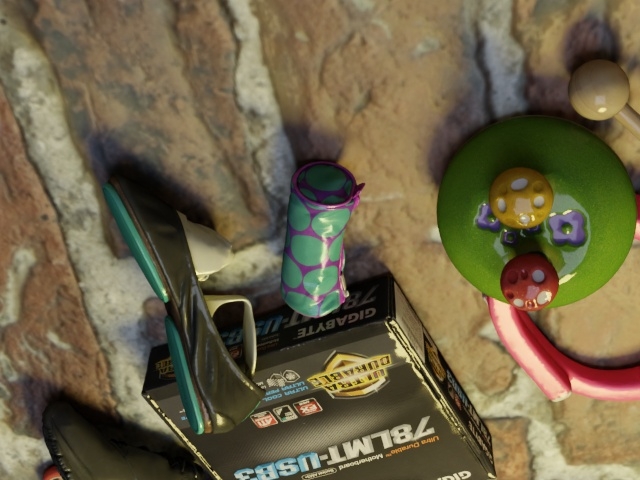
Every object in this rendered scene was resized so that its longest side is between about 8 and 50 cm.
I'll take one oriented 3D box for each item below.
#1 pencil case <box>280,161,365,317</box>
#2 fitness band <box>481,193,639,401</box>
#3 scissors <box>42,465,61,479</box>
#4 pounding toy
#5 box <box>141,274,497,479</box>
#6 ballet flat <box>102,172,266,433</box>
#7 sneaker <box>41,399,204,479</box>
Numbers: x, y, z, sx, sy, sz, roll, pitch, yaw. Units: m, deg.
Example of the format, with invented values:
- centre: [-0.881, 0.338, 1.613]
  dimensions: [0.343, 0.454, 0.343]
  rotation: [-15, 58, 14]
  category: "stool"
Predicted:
- centre: [0.000, 0.000, 1.193]
  dimensions: [0.070, 0.064, 0.152]
  rotation: [15, 133, 10]
  category: "pencil case"
- centre: [0.287, 0.068, 1.250]
  dimensions: [0.209, 0.054, 0.291]
  rotation: [-25, 127, 22]
  category: "fitness band"
- centre: [-0.296, 0.375, 1.569]
  dimensions: [0.109, 0.021, 0.297]
  rotation: [7, 131, -4]
  category: "scissors"
- centre: [0.204, -0.025, 1.090]
  dimensions: [0.237, 0.110, 0.183]
  rotation: [-39, 95, 24]
  category: "pounding toy"
- centre: [0.005, 0.194, 1.365]
  dimensions: [0.295, 0.073, 0.293]
  rotation: [-18, 128, 18]
  category: "box"
- centre: [-0.124, 0.053, 1.214]
  dimensions: [0.096, 0.095, 0.281]
  rotation: [-23, 109, -17]
  category: "ballet flat"
- centre: [-0.208, 0.281, 1.435]
  dimensions: [0.130, 0.109, 0.286]
  rotation: [-42, 108, -14]
  category: "sneaker"
